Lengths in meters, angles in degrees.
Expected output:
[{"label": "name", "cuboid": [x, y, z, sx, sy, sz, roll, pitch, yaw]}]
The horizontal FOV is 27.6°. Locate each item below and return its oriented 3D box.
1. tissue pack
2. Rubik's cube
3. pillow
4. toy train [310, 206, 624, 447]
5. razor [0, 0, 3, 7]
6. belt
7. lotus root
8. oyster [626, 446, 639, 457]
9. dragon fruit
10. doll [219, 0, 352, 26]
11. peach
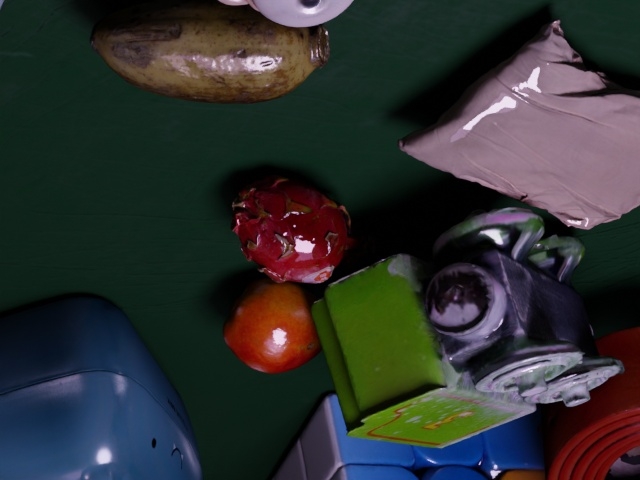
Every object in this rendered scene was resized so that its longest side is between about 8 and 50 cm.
[{"label": "tissue pack", "cuboid": [-0.234, 0.211, 1.296, 0.198, 0.206, 0.287, -14, 142, 4]}, {"label": "Rubik's cube", "cuboid": [0.114, 0.376, 1.539, 0.292, 0.290, 0.291, 6, 139, -23]}, {"label": "pillow", "cuboid": [0.218, -0.093, 1.140, 0.270, 0.067, 0.173, 20, 128, -37]}, {"label": "toy train", "cuboid": [0.137, 0.092, 1.245, 0.249, 0.173, 0.307, -24, 159, 21]}, {"label": "razor", "cuboid": [-0.247, -0.164, 0.931, 0.106, 0.068, 0.232, 13, 143, -28]}, {"label": "belt", "cuboid": [0.351, 0.234, 1.405, 0.227, 0.115, 0.323, -5, 135, 10]}, {"label": "lotus root", "cuboid": [-0.080, -0.142, 0.971, 0.179, 0.089, 0.080, -1, 99, -8]}, {"label": "oyster", "cuboid": [0.457, 0.189, 1.525, 0.198, 0.133, 0.337, 10, 133, -30]}, {"label": "dragon fruit", "cuboid": [0.000, 0.000, 1.186, 0.094, 0.094, 0.190, -37, 142, 29]}, {"label": "doll", "cuboid": [0.054, -0.232, 0.873, 0.278, 0.119, 0.154, -14, 147, -6]}, {"label": "peach", "cuboid": [-0.041, 0.084, 1.273, 0.101, 0.100, 0.100, -8, 143, -6]}]
